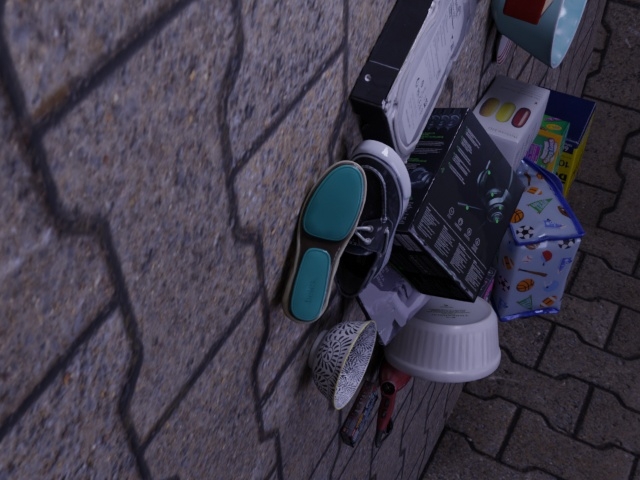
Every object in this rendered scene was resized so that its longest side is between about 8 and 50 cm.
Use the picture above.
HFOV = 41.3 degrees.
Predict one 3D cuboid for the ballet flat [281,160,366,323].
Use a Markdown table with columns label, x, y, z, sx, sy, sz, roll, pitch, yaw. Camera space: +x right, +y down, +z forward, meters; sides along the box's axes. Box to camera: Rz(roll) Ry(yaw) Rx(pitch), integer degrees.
| label | x | y | z | sx | sy | sz | roll | pitch | yaw |
| --- | --- | --- | --- | --- | --- | --- | --- | --- | --- |
| ballet flat | 0.000 | 0.000 | 1.244 | 0.248 | 0.086 | 0.086 | -69 | 161 | 5 |

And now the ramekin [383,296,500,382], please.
| label | x | y | z | sx | sy | sz | roll | pitch | yaw |
| --- | --- | --- | --- | --- | --- | --- | --- | --- | --- |
| ramekin | 0.281 | 0.206 | 1.939 | 0.273 | 0.273 | 0.127 | -34 | 130 | -59 |

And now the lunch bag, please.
| label | x | y | z | sx | sy | sz | roll | pitch | yaw |
| --- | --- | --- | --- | --- | --- | --- | --- | --- | --- |
| lunch bag | 0.571 | -0.022 | 2.428 | 0.385 | 0.239 | 0.327 | -107 | -165 | -47 |

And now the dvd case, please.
| label | x | y | z | sx | sy | sz | roll | pitch | yaw |
| --- | --- | --- | --- | --- | --- | --- | --- | --- | --- |
| dvd case | 0.151 | 0.066 | 1.596 | 0.221 | 0.018 | 0.164 | -43 | 116 | -30 |

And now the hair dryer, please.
| label | x | y | z | sx | sy | sz | roll | pitch | yaw |
| --- | --- | --- | --- | --- | --- | --- | --- | --- | --- |
| hair dryer | 0.176 | 0.363 | 1.998 | 0.293 | 0.080 | 0.223 | 72 | 27 | -63 |

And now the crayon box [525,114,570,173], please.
| label | x | y | z | sx | sy | sz | roll | pitch | yaw |
| --- | --- | --- | --- | --- | --- | --- | --- | --- | --- |
| crayon box | 0.622 | -0.242 | 2.522 | 0.081 | 0.165 | 0.278 | -50 | 154 | -43 |

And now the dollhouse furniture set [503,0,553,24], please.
| label | x | y | z | sx | sy | sz | roll | pitch | yaw |
| --- | --- | --- | --- | --- | --- | --- | --- | --- | --- |
| dollhouse furniture set | 0.291 | -0.503 | 1.324 | 0.152 | 0.201 | 0.374 | -58 | 165 | -29 |

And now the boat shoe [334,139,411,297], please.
| label | x | y | z | sx | sy | sz | roll | pitch | yaw |
| --- | --- | --- | --- | --- | --- | --- | --- | --- | --- |
| boat shoe | 0.065 | -0.023 | 1.347 | 0.102 | 0.108 | 0.301 | -56 | 164 | -38 |

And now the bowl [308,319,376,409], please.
| label | x | y | z | sx | sy | sz | roll | pitch | yaw |
| --- | --- | --- | --- | --- | --- | --- | --- | --- | --- |
| bowl | 0.030 | 0.207 | 1.512 | 0.170 | 0.080 | 0.170 | -53 | 156 | -37 |

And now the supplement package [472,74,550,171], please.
| label | x | y | z | sx | sy | sz | roll | pitch | yaw |
| --- | --- | --- | --- | --- | --- | --- | --- | --- | --- |
| supplement package | 0.437 | -0.267 | 2.033 | 0.244 | 0.139 | 0.133 | -53 | 157 | -41 |

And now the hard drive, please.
| label | x | y | z | sx | sy | sz | roll | pitch | yaw |
| --- | --- | --- | --- | --- | --- | --- | --- | --- | --- |
| hard drive | 0.161 | -0.304 | 1.364 | 0.339 | 0.064 | 0.237 | -65 | 161 | -15 |

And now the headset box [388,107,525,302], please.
| label | x | y | z | sx | sy | sz | roll | pitch | yaw |
| --- | --- | --- | --- | --- | --- | --- | --- | --- | --- |
| headset box | 0.228 | -0.073 | 1.542 | 0.246 | 0.131 | 0.283 | 43 | 67 | -39 |

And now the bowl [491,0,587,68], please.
| label | x | y | z | sx | sy | sz | roll | pitch | yaw |
| --- | --- | --- | --- | --- | --- | --- | --- | --- | --- |
| bowl | 0.471 | -0.538 | 1.806 | 0.311 | 0.163 | 0.311 | -55 | 157 | -37 |

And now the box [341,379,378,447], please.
| label | x | y | z | sx | sy | sz | roll | pitch | yaw |
| --- | --- | --- | --- | --- | --- | --- | --- | --- | --- |
| box | 0.092 | 0.402 | 1.966 | 0.137 | 0.027 | 0.094 | -61 | 159 | -23 |

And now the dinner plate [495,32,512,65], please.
| label | x | y | z | sx | sy | sz | roll | pitch | yaw |
| --- | --- | --- | --- | --- | --- | --- | --- | --- | --- |
| dinner plate | 0.436 | -0.482 | 1.994 | 0.141 | 0.017 | 0.141 | -52 | 154 | -38 |

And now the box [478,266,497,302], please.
| label | x | y | z | sx | sy | sz | roll | pitch | yaw |
| --- | --- | --- | --- | --- | --- | --- | --- | --- | --- |
| box | 0.365 | 0.179 | 2.300 | 0.247 | 0.142 | 0.163 | -51 | 154 | -43 |

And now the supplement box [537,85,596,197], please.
| label | x | y | z | sx | sy | sz | roll | pitch | yaw |
| --- | --- | --- | --- | --- | --- | --- | --- | --- | --- |
| supplement box | 0.743 | -0.289 | 2.756 | 0.195 | 0.194 | 0.356 | -58 | 158 | -29 |
